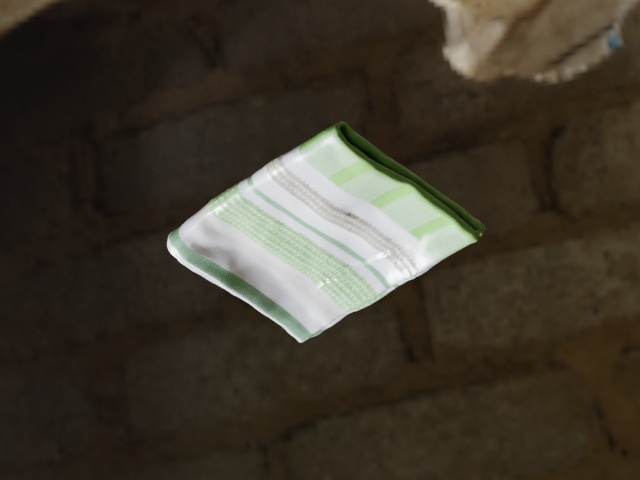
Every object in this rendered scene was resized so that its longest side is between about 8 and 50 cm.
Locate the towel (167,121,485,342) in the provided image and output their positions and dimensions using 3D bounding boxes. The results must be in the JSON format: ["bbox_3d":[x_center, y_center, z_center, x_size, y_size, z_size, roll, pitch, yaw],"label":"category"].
[{"bbox_3d":[0.000,0.000,0.966,0.113,0.023,0.152,32,139,-26],"label":"towel"}]
